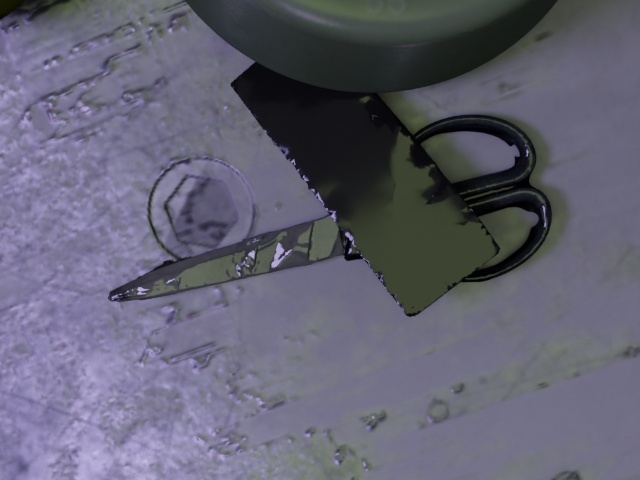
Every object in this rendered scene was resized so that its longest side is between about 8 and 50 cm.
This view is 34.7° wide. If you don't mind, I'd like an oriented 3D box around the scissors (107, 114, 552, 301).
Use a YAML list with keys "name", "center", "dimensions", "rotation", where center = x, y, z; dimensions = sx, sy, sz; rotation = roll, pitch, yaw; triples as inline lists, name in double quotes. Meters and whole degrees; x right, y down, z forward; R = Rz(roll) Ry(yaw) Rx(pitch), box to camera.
- name: "scissors"
  center: [0.000, 0.000, 0.678]
  dimensions: [0.300, 0.022, 0.109]
  rotation: [-16, 91, 8]

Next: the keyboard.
- name: "keyboard"
  center: [0.027, -0.049, 0.656]
  dimensions: [0.074, 0.015, 0.196]
  rotation: [-40, 80, 10]

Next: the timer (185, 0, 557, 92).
- name: "timer"
  center: [0.037, -0.223, 0.483]
  dimensions: [0.290, 0.315, 0.291]
  rotation: [0, 95, -2]

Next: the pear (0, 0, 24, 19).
- name: "pear"
  center: [-0.247, -0.214, 0.596]
  dimensions: [0.198, 0.198, 0.198]
  rotation: [1, 97, 6]
